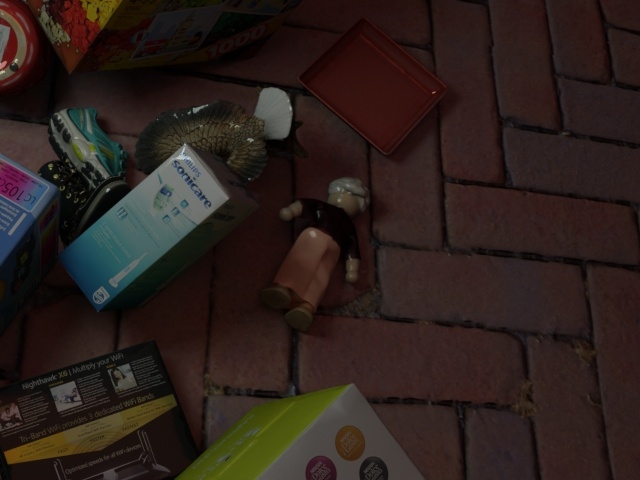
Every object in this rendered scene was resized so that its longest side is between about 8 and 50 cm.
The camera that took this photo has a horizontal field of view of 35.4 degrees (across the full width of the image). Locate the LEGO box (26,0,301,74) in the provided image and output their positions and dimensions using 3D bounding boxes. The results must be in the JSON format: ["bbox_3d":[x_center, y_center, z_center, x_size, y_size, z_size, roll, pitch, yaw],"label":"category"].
[{"bbox_3d":[-0.237,-0.514,1.876,0.500,0.372,0.193,-18,72,-49],"label":"LEGO box"}]

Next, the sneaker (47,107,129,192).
[{"bbox_3d":[-0.405,-0.142,1.887,0.110,0.107,0.275,-23,75,-37],"label":"sneaker"}]

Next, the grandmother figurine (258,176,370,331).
[{"bbox_3d":[0.000,0.000,1.970,0.208,0.104,0.342,49,52,-25],"label":"grandmother figurine"}]

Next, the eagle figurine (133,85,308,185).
[{"bbox_3d":[-0.177,-0.160,1.916,0.298,0.226,0.225,-26,116,-22],"label":"eagle figurine"}]

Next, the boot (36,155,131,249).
[{"bbox_3d":[-0.431,-0.084,1.774,0.085,0.236,0.179,-18,68,-40],"label":"boot"}]

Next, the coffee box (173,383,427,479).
[{"bbox_3d":[-0.045,0.463,1.543,0.337,0.338,0.334,-40,98,-32],"label":"coffee box"}]

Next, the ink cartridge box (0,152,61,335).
[{"bbox_3d":[-0.587,0.087,1.607,0.151,0.270,0.395,30,59,2],"label":"ink cartridge box"}]

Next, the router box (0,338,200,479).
[{"bbox_3d":[-0.382,0.328,1.674,0.308,0.081,0.243,-16,72,-26],"label":"router box"}]

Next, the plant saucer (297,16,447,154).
[{"bbox_3d":[0.111,-0.333,2.195,0.258,0.048,0.259,41,60,2],"label":"plant saucer"}]

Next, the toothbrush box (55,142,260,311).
[{"bbox_3d":[-0.271,-0.018,1.729,0.295,0.216,0.126,-39,82,8],"label":"toothbrush box"}]

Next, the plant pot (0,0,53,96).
[{"bbox_3d":[-0.597,-0.359,1.836,0.191,0.174,0.191,-1,99,-6],"label":"plant pot"}]
